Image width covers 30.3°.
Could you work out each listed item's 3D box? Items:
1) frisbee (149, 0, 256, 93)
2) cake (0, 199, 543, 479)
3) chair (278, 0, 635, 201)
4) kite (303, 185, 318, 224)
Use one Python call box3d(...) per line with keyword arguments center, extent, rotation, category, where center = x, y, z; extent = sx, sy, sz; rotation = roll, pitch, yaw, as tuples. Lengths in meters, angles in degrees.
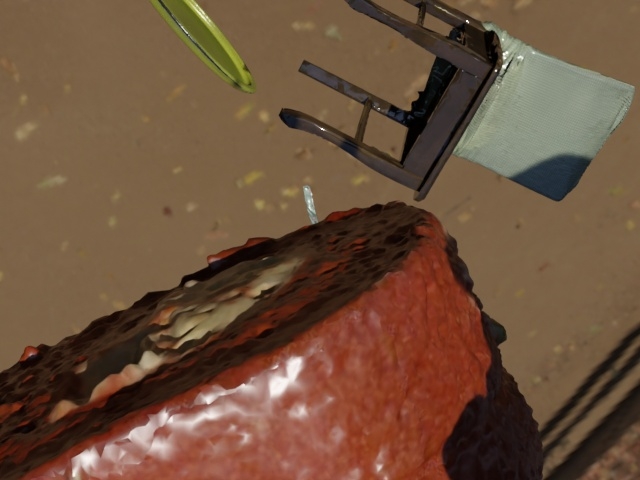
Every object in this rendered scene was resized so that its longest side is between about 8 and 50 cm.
box3d(center=(-0.163, -0.274, 1.491), extent=(0.017, 0.236, 0.236), rotation=(-39, 147, 10), category="frisbee")
box3d(center=(-0.046, 0.101, 0.506), extent=(0.283, 0.177, 0.150), rotation=(-23, 108, 1), category="cake")
box3d(center=(0.141, -0.128, 1.140), extent=(0.319, 0.186, 0.160), rotation=(27, 115, -6), category="chair")
box3d(center=(0.000, 0.000, 1.612), extent=(0.137, 0.152, 0.005), rotation=(-4, -178, -25), category="kite")
